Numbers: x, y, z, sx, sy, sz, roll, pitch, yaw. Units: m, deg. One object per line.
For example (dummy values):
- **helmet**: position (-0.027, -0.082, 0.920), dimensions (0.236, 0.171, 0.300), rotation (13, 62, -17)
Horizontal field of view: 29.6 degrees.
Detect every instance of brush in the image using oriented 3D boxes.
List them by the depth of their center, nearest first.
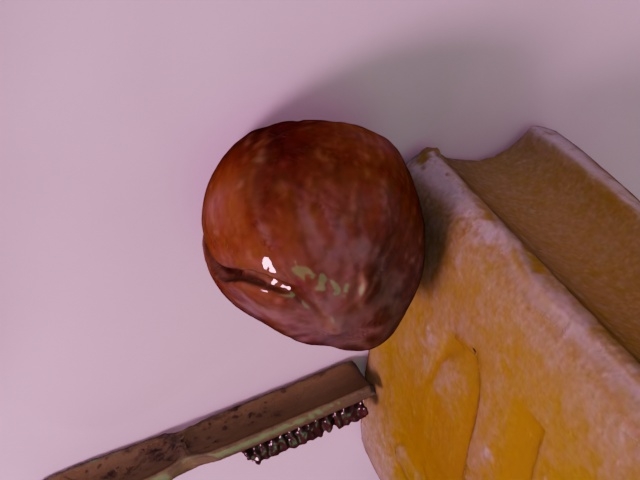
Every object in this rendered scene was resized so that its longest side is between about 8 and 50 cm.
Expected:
- **brush**: position (-0.078, 0.150, 0.867), dimensions (0.248, 0.043, 0.036), rotation (-21, 122, -14)

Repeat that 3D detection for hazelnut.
- **hazelnut**: position (0.000, 0.000, 0.746), dimensions (0.143, 0.143, 0.154), rotation (-40, 132, 3)

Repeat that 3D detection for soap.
- **soap**: position (0.163, 0.128, 0.789), dimensions (0.156, 0.335, 0.293), rotation (-11, 128, -20)
